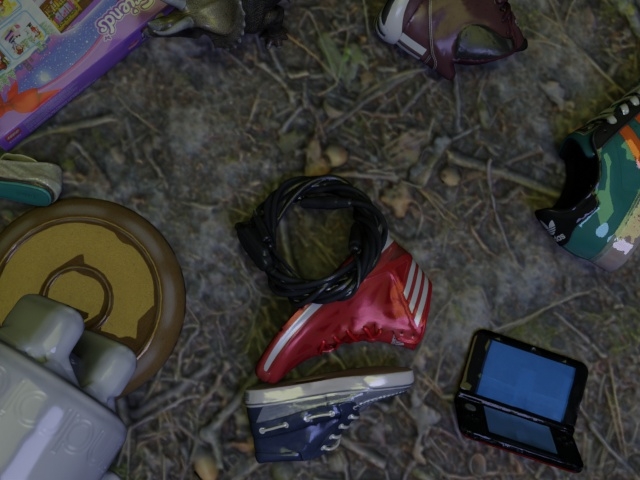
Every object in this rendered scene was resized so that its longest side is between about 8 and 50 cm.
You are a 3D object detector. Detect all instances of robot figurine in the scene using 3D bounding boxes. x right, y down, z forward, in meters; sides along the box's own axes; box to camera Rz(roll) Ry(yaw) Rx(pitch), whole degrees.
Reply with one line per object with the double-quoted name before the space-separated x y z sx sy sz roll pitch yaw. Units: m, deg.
"robot figurine" -0.326 0.224 0.964 0.300 0.200 0.353 40 72 -29

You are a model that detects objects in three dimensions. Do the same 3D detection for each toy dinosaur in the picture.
"toy dinosaur" -0.059 -0.310 1.118 0.121 0.160 0.313 37 82 -1

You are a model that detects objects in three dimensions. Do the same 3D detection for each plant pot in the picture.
"plant pot" -0.268 0.067 1.115 0.236 0.032 0.236 1 83 -6

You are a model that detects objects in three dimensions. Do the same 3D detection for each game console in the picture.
"game console" 0.231 0.178 1.127 0.144 0.124 0.085 18 108 -3

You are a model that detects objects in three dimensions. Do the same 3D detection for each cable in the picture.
"cable" 0.000 0.000 1.104 0.150 0.047 0.184 -28 46 -16

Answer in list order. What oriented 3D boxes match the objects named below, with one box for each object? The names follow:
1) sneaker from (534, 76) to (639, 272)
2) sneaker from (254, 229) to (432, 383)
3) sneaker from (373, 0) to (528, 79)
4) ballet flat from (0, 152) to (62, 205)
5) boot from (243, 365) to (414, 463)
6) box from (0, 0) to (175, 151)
"sneaker" 0.355 -0.121 1.162 0.121 0.108 0.302 29 82 -6
"sneaker" 0.039 0.101 1.115 0.128 0.087 0.221 43 82 2
"sneaker" 0.204 -0.307 1.183 0.162 0.106 0.281 40 91 -5
"ballet flat" -0.370 -0.076 1.120 0.168 0.057 0.052 12 54 -8
"boot" 0.014 0.192 1.116 0.190 0.069 0.086 -8 91 1
"box" -0.311 -0.270 1.139 0.293 0.057 0.201 -41 88 -9
